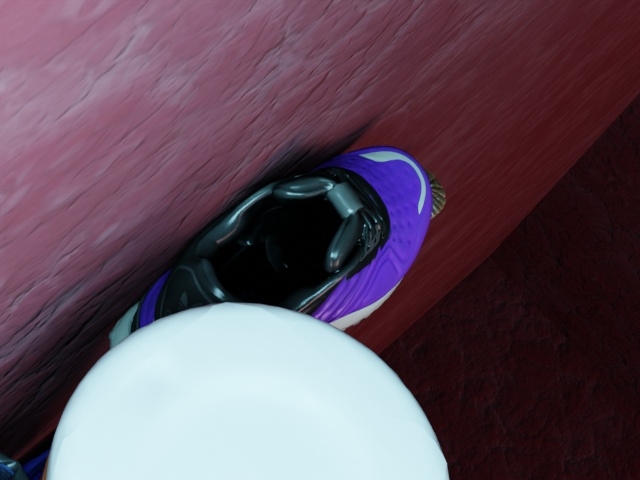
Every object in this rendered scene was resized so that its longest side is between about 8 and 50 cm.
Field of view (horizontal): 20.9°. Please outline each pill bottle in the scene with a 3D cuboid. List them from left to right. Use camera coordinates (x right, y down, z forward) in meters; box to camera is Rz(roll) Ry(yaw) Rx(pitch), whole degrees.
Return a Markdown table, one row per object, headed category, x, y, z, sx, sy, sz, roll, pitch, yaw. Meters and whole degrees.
| category | x | y | z | sx | sy | sz | roll | pitch | yaw |
| --- | --- | --- | --- | --- | --- | --- | --- | --- | --- |
| pill bottle | -0.082 | 0.219 | 1.076 | 0.224 | 0.224 | 0.392 | -39 | 167 | -31 |

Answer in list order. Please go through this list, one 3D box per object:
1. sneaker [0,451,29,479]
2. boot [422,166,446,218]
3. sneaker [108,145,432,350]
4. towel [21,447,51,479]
| category | x | y | z | sx | sy | sz | roll | pitch | yaw |
| --- | --- | --- | --- | --- | --- | --- | --- | --- | --- |
| sneaker | -0.220 | 0.182 | 1.092 | 0.121 | 0.079 | 0.217 | -45 | 173 | 6 |
| boot | 0.039 | -0.015 | 1.492 | 0.158 | 0.059 | 0.084 | -26 | 167 | -40 |
| sneaker | 0.000 | 0.001 | 1.145 | 0.293 | 0.102 | 0.146 | -37 | 170 | -41 |
| towel | -0.209 | 0.216 | 1.442 | 0.228 | 0.076 | 0.308 | -32 | 170 | -25 |
